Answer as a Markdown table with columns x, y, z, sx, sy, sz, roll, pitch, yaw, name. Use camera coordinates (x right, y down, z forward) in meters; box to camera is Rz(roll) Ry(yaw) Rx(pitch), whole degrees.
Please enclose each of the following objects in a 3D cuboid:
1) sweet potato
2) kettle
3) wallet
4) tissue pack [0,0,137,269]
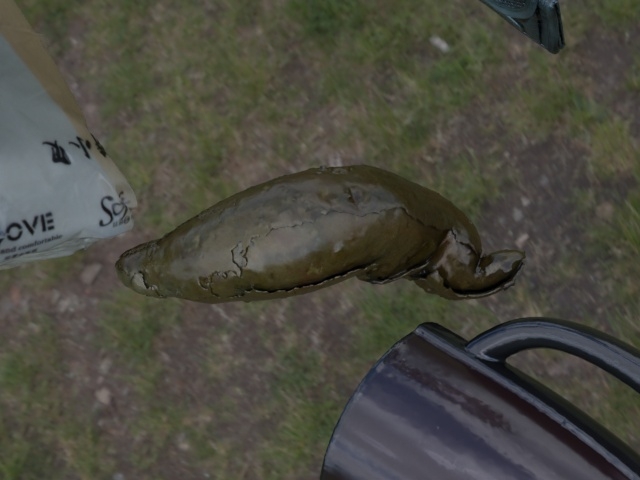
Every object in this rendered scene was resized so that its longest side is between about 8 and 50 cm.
| x | y | z | sx | sy | sz | roll | pitch | yaw | name |
| --- | --- | --- | --- | --- | --- | --- | --- | --- | --- |
| 0.002 | -0.002 | 0.926 | 0.310 | 0.124 | 0.098 | -4 | 55 | -8 | sweet potato |
| 0.143 | 0.150 | 0.803 | 0.232 | 0.144 | 0.202 | 29 | 98 | 27 | kettle |
| 0.153 | -0.214 | 1.074 | 0.026 | 0.088 | 0.129 | -46 | 65 | -4 | wallet |
| -0.411 | -0.104 | 1.169 | 0.390 | 0.376 | 0.195 | 53 | 141 | 13 | tissue pack |
